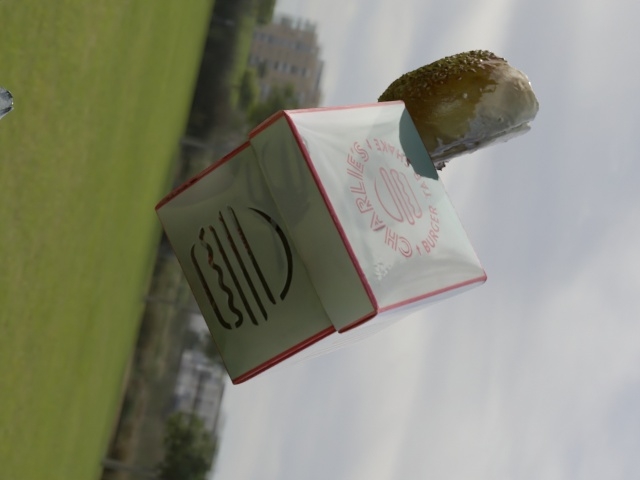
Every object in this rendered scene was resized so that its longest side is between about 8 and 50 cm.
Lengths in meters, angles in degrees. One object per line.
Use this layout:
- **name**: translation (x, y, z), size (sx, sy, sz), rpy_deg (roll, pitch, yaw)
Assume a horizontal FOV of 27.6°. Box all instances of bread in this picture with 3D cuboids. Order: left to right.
- **bread**: translation (0.175, -0.196, 2.107), size (0.314, 0.192, 0.171), rpy_deg (-18, -87, 53)

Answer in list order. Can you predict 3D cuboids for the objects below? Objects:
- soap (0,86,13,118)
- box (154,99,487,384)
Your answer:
- **soap**: translation (-0.611, -0.167, 1.820), size (0.302, 0.159, 0.258), rpy_deg (-47, 170, -5)
- **box**: translation (0.000, 0.000, 1.918), size (0.300, 0.312, 0.314), rpy_deg (-31, -101, 36)
